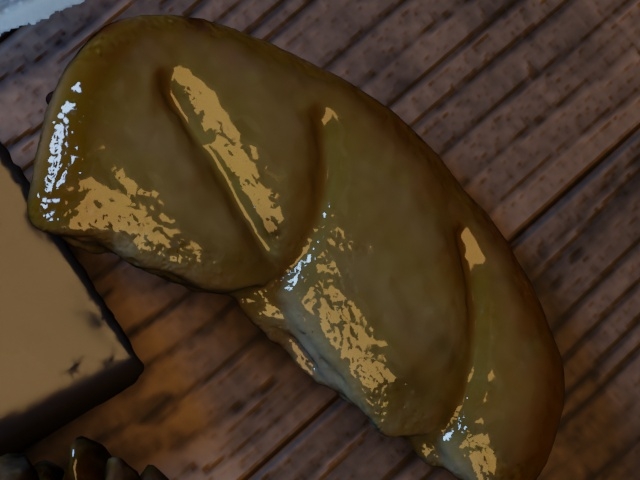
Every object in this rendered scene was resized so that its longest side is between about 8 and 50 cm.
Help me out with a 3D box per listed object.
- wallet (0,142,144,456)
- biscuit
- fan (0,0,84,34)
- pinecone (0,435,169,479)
[{"bbox_3d":[-0.253,0.078,0.660,0.309,0.042,0.165,-34,89,-9],"label":"wallet"},{"bbox_3d":[0.003,-0.003,0.695,0.299,0.045,0.154,33,65,-9],"label":"biscuit"},{"bbox_3d":[-0.298,-0.034,0.655,0.414,0.012,0.233,-23,69,-2],"label":"fan"},{"bbox_3d":[-0.130,0.197,0.587,0.257,0.243,0.243,-9,83,33],"label":"pinecone"}]
